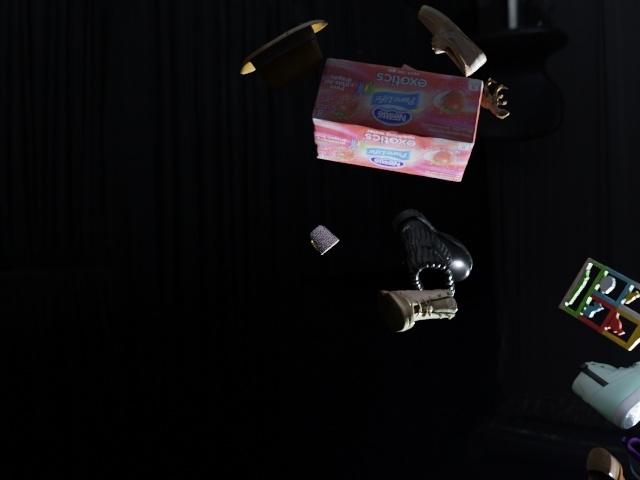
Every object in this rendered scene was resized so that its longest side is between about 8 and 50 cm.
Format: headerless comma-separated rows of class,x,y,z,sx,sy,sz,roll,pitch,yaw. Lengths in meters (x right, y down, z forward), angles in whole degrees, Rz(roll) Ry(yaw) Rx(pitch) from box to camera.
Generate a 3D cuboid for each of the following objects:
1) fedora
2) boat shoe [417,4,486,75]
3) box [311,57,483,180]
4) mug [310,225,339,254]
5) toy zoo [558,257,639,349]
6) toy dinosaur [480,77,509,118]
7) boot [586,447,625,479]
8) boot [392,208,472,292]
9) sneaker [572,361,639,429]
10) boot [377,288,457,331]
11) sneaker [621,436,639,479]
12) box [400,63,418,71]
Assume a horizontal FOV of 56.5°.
fedora,-0.060,-0.350,1.151,0.194,0.079,0.194,-28,-170,5
boat shoe,0.253,-0.400,1.196,0.170,0.059,0.063,43,-173,4
box,0.144,-0.230,1.153,0.299,0.142,0.154,11,159,7
mug,0.000,0.000,1.585,0.078,0.064,0.062,-41,179,25
toy zoo,0.918,0.204,1.850,0.030,0.192,0.293,13,-161,-45
toy dinosaur,0.511,-0.439,1.838,0.064,0.112,0.211,19,-161,-25
boot,0.760,0.728,1.622,0.109,0.283,0.220,-2,142,40
boot,0.348,0.085,1.720,0.348,0.131,0.260,32,-155,-31
sneaker,0.645,0.269,1.239,0.255,0.094,0.151,-25,-147,-22
boot,0.222,0.148,1.312,0.165,0.077,0.213,0,-176,-5
sneaker,0.698,0.425,1.136,0.223,0.098,0.083,-15,-155,45
box,0.340,-0.433,1.895,0.257,0.123,0.128,37,177,26
